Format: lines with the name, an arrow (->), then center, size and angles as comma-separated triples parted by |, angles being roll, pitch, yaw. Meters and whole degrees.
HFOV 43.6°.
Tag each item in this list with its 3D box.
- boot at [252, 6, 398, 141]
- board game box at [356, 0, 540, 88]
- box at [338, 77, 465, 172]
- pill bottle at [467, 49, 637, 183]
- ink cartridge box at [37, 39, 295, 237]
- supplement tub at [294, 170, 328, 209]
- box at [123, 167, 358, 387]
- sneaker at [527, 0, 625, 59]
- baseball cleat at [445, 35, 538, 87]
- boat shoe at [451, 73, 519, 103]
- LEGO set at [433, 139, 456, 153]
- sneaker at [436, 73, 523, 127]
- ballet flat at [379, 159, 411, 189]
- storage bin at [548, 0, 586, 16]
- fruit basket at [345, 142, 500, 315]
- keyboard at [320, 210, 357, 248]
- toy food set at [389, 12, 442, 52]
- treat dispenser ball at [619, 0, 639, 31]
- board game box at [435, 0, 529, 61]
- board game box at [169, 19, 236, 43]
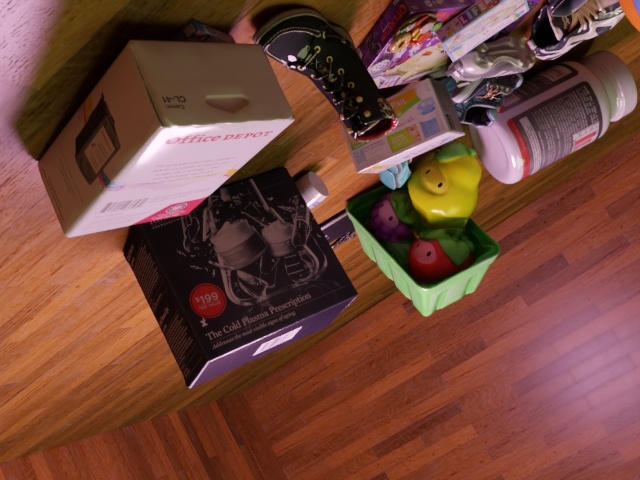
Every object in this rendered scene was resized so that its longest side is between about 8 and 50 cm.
boot -> 0.017, -0.238, 1.170 | 0.085, 0.178, 0.236 | -37, 164, 27
board game box -> 0.213, -0.359, 1.410 | 0.347, 0.056, 0.208 | -18, 157, -37
box -> 0.156, -0.218, 1.554 | 0.203, 0.114, 0.103 | -23, 174, 26
pill bottle -> 0.556, -0.302, 1.922 | 0.363, 0.210, 0.210 | -27, 165, -8
ink cartridge box -> -0.218, -0.137, 1.108 | 0.226, 0.131, 0.306 | -13, 163, -46
supplement tub -> -0.044, -0.094, 1.753 | 0.107, 0.071, 0.071 | -35, 164, 23
box -> -0.162, 0.067, 1.588 | 0.343, 0.312, 0.179 | -22, 163, -30
sneaker -> 0.508, -0.444, 1.583 | 0.235, 0.094, 0.153 | -27, 178, 30
baseball cleat -> 0.311, -0.333, 1.494 | 0.206, 0.072, 0.109 | -10, 170, -41
boat shoe -> 0.338, -0.310, 1.608 | 0.183, 0.083, 0.065 | -46, -171, -34
LEGO set -> 0.309, -0.244, 2.034 | 0.054, 0.023, 0.083 | -36, 178, 30
sneaker -> 0.339, -0.293, 1.705 | 0.262, 0.125, 0.104 | -22, 164, -27
ballet flat -> 0.172, -0.192, 1.855 | 0.087, 0.083, 0.247 | -53, 166, -5
storage bin -> 0.441, -0.468, 1.384 | 0.098, 0.091, 0.135 | -15, 160, -45
fruit basket -> 0.264, -0.056, 1.993 | 0.283, 0.392, 0.392 | -25, 165, -20
keyboard -> 0.000, 0.000, 2.233 | 0.317, 0.033, 0.201 | -31, 159, 7
toy food set -> 0.149, -0.328, 1.264 | 0.083, 0.020, 0.082 | -15, 159, -43
treat dispenser ball -> 0.664, -0.475, 1.392 | 0.288, 0.288, 0.288 | -28, 165, -8
board game box -> 0.273, -0.369, 1.347 | 0.154, 0.026, 0.103 | -33, 164, 14
board game box -> -0.172, -0.252, 1.079 | 0.090, 0.020, 0.090 | -35, 165, 23
